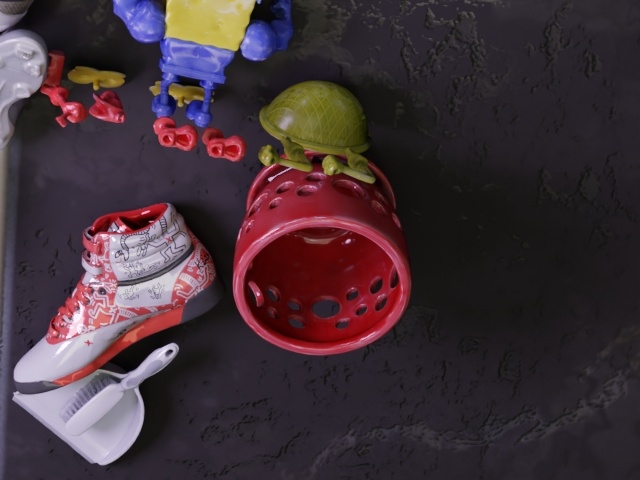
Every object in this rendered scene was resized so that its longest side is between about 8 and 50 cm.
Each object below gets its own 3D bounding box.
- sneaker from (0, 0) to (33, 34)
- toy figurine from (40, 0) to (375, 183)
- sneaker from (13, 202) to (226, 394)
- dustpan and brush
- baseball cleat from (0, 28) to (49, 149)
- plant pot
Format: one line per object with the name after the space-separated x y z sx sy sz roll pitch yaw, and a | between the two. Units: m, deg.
-0.484 -0.273 1.487 0.447 0.169 0.257 21 128 -35 | sneaker
-0.091 -0.212 1.630 0.362 0.191 0.217 10 109 -12 | toy figurine
-0.255 0.058 1.791 0.270 0.090 0.145 -27 114 3 | sneaker
-0.244 0.176 1.861 0.211 0.060 0.147 -41 112 13 | dustpan and brush
-0.326 -0.177 1.637 0.072 0.109 0.206 22 143 -18 | baseball cleat
0.000 0.000 1.726 0.191 0.174 0.191 -1 130 -1 | plant pot
